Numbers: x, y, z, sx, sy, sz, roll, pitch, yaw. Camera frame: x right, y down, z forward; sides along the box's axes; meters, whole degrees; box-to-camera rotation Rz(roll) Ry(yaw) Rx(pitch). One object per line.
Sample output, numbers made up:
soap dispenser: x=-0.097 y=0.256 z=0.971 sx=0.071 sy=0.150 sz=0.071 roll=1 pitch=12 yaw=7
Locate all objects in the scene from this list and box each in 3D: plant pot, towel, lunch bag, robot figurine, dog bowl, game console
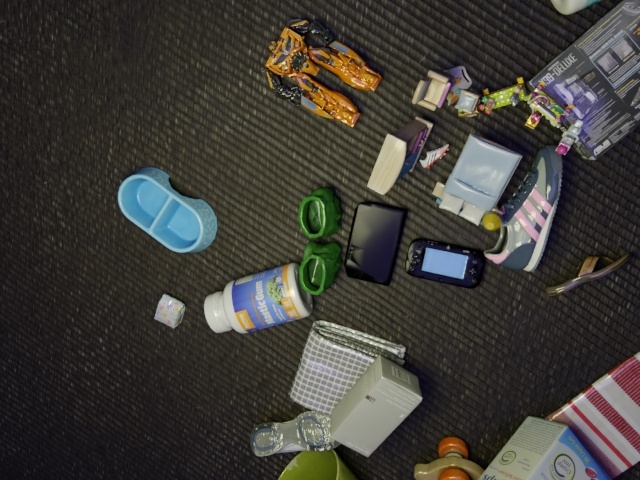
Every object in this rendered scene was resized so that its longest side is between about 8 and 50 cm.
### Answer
plant pot: x=0.045 y=0.788 z=1.401 sx=0.275 sy=0.275 sz=0.293 roll=-40 pitch=109 yaw=15
towel: x=0.076 y=0.376 z=1.359 sx=0.284 sy=0.121 sz=0.235 roll=18 pitch=105 yaw=5
lunch bag: x=-0.439 y=0.204 z=1.441 sx=0.071 sy=0.053 sz=0.083 roll=23 pitch=114 yaw=6
robot figurine: x=-0.006 y=-0.420 z=1.220 sx=0.291 sy=0.085 sz=0.211 roll=31 pitch=104 yaw=1
towel: x=0.806 y=0.468 z=1.307 sx=0.329 sy=0.037 sz=0.237 roll=-44 pitch=90 yaw=13
dog bowl: x=-0.432 y=-0.079 z=1.368 sx=0.297 sy=0.074 sz=0.166 roll=37 pitch=105 yaw=-1
game console: x=0.251 y=0.029 z=1.297 sx=0.361 sy=0.044 sz=0.213 roll=12 pitch=104 yaw=6

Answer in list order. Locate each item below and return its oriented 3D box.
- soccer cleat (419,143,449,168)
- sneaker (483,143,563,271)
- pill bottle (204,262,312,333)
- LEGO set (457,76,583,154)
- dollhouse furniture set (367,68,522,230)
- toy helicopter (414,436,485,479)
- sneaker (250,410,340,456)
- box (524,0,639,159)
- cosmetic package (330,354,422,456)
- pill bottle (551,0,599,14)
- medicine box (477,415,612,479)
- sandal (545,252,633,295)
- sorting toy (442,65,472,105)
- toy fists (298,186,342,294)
soccer cleat: x=0.290 y=-0.219 z=1.245 sx=0.035 sy=0.029 sz=0.083 roll=44 pitch=109 yaw=-6
sneaker: x=0.493 y=-0.081 z=1.199 sx=0.131 sy=0.112 sz=0.319 roll=9 pitch=102 yaw=4
pill bottle: x=-0.171 y=0.167 z=1.338 sx=0.272 sy=0.152 sz=0.152 roll=-18 pitch=99 yaw=12
LEGO set: x=0.448 y=-0.293 z=1.114 sx=0.287 sy=0.107 sz=0.132 roll=24 pitch=131 yaw=19
dollhouse furniture set: x=0.311 y=-0.180 z=1.098 sx=0.303 sy=0.198 sz=0.286 roll=30 pitch=126 yaw=15
toy helicopter: x=0.329 y=0.740 z=1.413 sx=0.355 sy=0.140 sz=0.235 roll=-36 pitch=104 yaw=25
sneaker: x=-0.052 y=0.558 z=1.418 sx=0.297 sy=0.129 sz=0.111 roll=-12 pitch=65 yaw=20
box: x=0.671 y=-0.376 z=1.125 sx=0.307 sy=0.076 sz=0.242 roll=-42 pitch=93 yaw=15
cosmetic package: x=0.136 y=0.424 z=1.253 sx=0.127 sy=0.107 sz=0.238 roll=29 pitch=109 yaw=-9
pill bottle: x=0.634 y=-0.608 z=1.045 sx=0.264 sy=0.146 sz=0.146 roll=-21 pitch=98 yaw=13
medicine box: x=0.580 y=0.662 z=1.260 sx=0.289 sy=0.149 sz=0.263 roll=-40 pitch=94 yaw=-20
sandal: x=0.667 y=0.076 z=1.231 sx=0.219 sy=0.090 sz=0.060 roll=-28 pitch=75 yaw=20
sorting toy: x=0.331 y=-0.389 z=1.201 sx=0.075 sy=0.045 sz=0.083 roll=-32 pitch=96 yaw=-5
toy fists: x=0.000 y=0.000 z=1.283 sx=0.096 sy=0.142 sz=0.279 roll=5 pitch=103 yaw=25
